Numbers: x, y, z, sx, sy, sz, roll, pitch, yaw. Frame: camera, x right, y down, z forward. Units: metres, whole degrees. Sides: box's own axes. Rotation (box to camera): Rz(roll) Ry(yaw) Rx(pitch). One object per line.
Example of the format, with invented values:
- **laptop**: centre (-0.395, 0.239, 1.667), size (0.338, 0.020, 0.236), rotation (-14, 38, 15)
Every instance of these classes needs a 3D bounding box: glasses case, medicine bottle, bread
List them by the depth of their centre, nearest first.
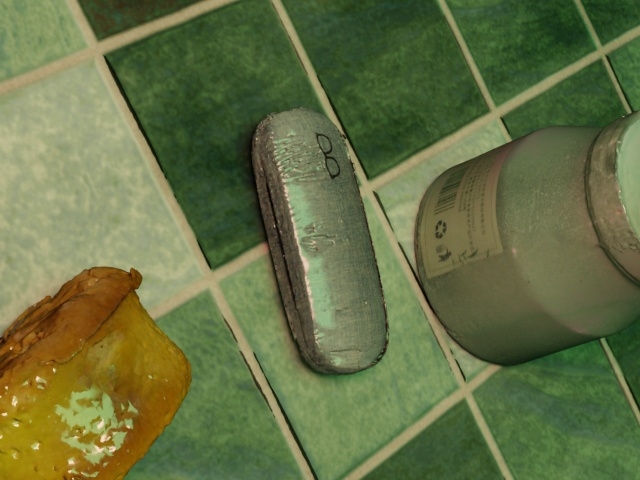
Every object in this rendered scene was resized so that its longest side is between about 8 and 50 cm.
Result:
- **bread**: centre (-0.207, 0.135, 1.254), size (0.160, 0.147, 0.260), rotation (53, 50, -11)
- **glasses case**: centre (0.000, 0.000, 1.523), size (0.109, 0.067, 0.283), rotation (-8, 80, -39)
- **medicine bottle**: centre (0.283, -0.008, 1.614), size (0.245, 0.290, 0.245), rotation (13, 68, -36)
